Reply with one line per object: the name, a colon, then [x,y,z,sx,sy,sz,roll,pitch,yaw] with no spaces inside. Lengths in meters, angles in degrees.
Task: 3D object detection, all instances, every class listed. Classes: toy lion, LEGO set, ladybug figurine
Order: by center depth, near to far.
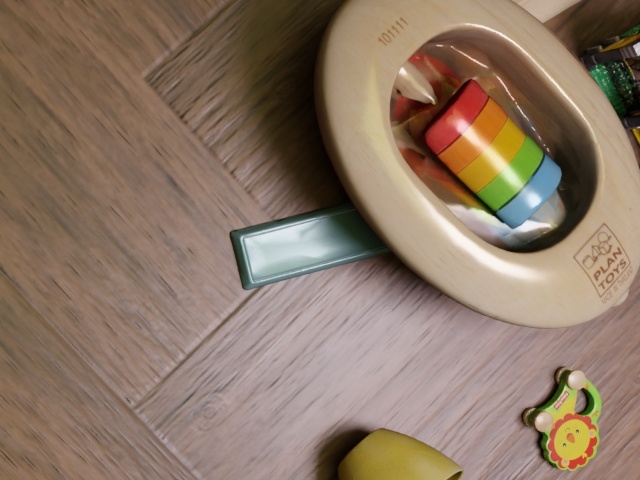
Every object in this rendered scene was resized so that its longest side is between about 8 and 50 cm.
ladybug figurine: [0.165,-0.086,1.668,0.305,0.162,0.449,-45,100,-19]
LEGO set: [0.459,-0.153,1.735,0.255,0.192,0.331,-21,96,-10]
toy lion: [0.288,0.210,1.776,0.096,0.034,0.100,44,78,-18]

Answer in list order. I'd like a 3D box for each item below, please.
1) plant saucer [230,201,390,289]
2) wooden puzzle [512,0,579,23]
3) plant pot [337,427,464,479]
plant saucer: [0.000,0.000,1.701,0.192,0.018,0.067,-15,94,-17]
wooden puzzle: [0.214,-0.361,1.759,0.221,0.044,0.238,-31,102,-15]
plant pot: [0.075,0.260,1.672,0.134,0.134,0.095,-39,73,-13]
